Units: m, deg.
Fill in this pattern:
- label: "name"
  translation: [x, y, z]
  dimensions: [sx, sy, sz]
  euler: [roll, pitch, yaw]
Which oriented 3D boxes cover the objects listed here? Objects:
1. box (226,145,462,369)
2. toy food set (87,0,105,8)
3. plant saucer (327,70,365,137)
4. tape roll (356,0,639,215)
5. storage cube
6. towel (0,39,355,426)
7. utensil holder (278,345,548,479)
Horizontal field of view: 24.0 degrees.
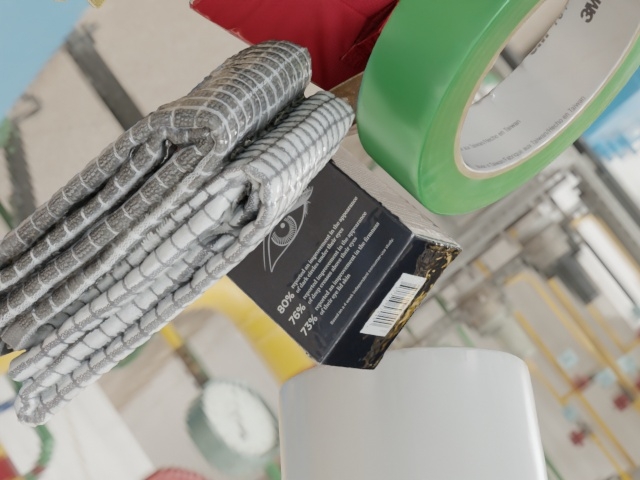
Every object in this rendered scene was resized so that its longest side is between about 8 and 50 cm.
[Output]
- label: "box"
  translation: [0.000, 0.000, 1.416]
  dimensions: [0.153, 0.207, 0.108]
  euler: [-54, 152, 13]
- label: "toy food set"
  translation: [-0.271, -0.340, 1.684]
  dimensions: [0.071, 0.128, 0.218]
  euler: [-63, -166, -24]
- label: "plant saucer"
  translation: [0.072, -0.141, 1.402]
  dimensions: [0.198, 0.036, 0.198]
  euler: [-26, 178, -1]
- label: "tape roll"
  translation: [0.172, -0.166, 1.243]
  dimensions: [0.321, 0.077, 0.321]
  euler: [-36, 154, -21]
- label: "storage cube"
  translation: [0.007, -0.279, 1.396]
  dimensions: [0.193, 0.215, 0.183]
  euler: [29, 127, -26]
- label: "towel"
  translation: [-0.126, -0.020, 1.118]
  dimensions: [0.283, 0.121, 0.235]
  euler: [-39, -173, 23]
- label: "utensil holder"
  translation: [0.117, 0.345, 1.724]
  dimensions: [0.327, 0.386, 0.327]
  euler: [-4, 160, -1]
